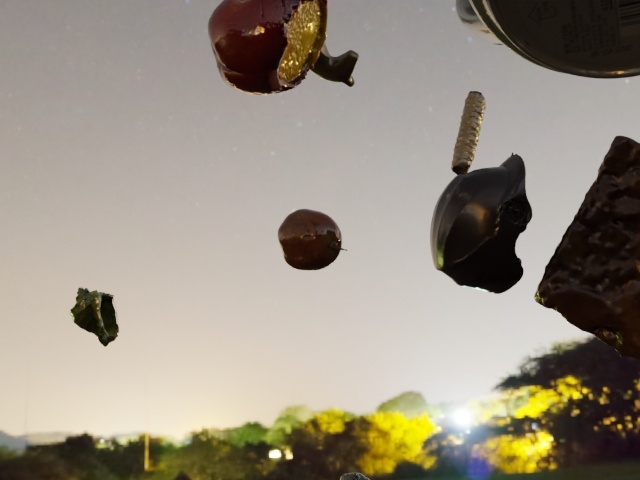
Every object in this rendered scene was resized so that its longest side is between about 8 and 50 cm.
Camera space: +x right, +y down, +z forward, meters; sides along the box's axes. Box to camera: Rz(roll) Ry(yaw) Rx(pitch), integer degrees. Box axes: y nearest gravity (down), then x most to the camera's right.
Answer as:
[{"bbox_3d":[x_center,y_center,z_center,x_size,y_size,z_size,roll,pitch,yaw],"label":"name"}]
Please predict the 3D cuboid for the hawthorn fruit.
[{"bbox_3d":[-0.007,0.006,1.695,0.189,0.149,0.149,17,-12,18],"label":"hawthorn fruit"}]

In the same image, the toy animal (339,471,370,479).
[{"bbox_3d":[0.136,0.607,1.635,0.253,0.079,0.070,33,1,32],"label":"toy animal"}]

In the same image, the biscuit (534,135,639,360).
[{"bbox_3d":[0.660,0.029,1.458,0.342,0.395,0.166,32,18,25],"label":"biscuit"}]

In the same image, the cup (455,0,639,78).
[{"bbox_3d":[0.225,-0.291,0.644,0.237,0.327,0.323,28,-40,-15],"label":"cup"}]

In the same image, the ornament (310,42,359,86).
[{"bbox_3d":[-0.048,-0.391,1.455,0.230,0.061,0.245,-1,-36,25],"label":"ornament"}]

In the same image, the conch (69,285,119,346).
[{"bbox_3d":[-0.414,0.136,1.364,0.089,0.121,0.074,-33,4,-37],"label":"conch"}]

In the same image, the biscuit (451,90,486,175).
[{"bbox_3d":[0.368,-0.267,1.814,0.055,0.219,0.061,5,-21,35],"label":"biscuit"}]

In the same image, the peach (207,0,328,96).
[{"bbox_3d":[-0.078,-0.355,1.277,0.226,0.190,0.196,-20,20,-6],"label":"peach"}]

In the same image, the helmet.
[{"bbox_3d":[0.326,-0.039,1.566,0.177,0.305,0.225,2,2,-4],"label":"helmet"}]
